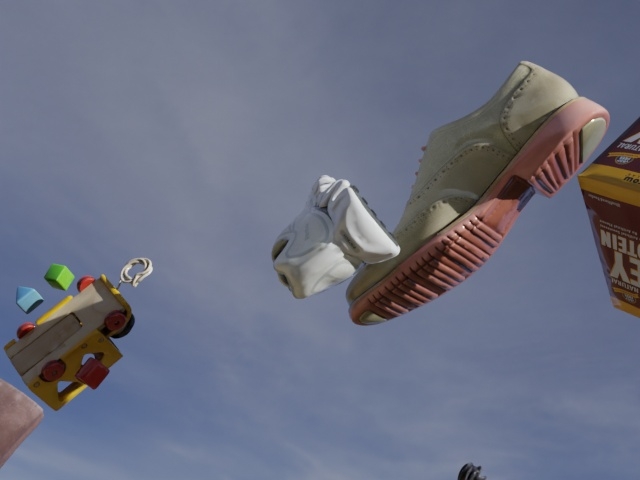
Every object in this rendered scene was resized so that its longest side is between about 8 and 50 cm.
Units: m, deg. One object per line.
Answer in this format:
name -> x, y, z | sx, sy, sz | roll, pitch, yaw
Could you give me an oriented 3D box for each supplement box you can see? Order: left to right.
supplement box -> 0.381, -0.035, 0.790 | 0.129, 0.194, 0.191 | 27, -28, 50

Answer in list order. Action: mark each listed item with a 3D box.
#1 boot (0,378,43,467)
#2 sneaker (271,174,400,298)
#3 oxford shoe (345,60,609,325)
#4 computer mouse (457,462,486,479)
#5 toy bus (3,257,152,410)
boot -> -0.203, 0.143, 0.410 | 0.249, 0.207, 0.090 | 30, -60, 7
sneaker -> 0.000, 0.000, 0.881 | 0.110, 0.118, 0.292 | 50, 0, -2
oxford shoe -> 0.168, -0.053, 1.021 | 0.397, 0.146, 0.140 | -43, -27, 6
computer mouse -> 0.136, 0.331, 0.824 | 0.042, 0.193, 0.106 | 23, -52, -15
toy bus -> -0.317, 0.133, 1.096 | 0.202, 0.190, 0.104 | -4, -38, 16
